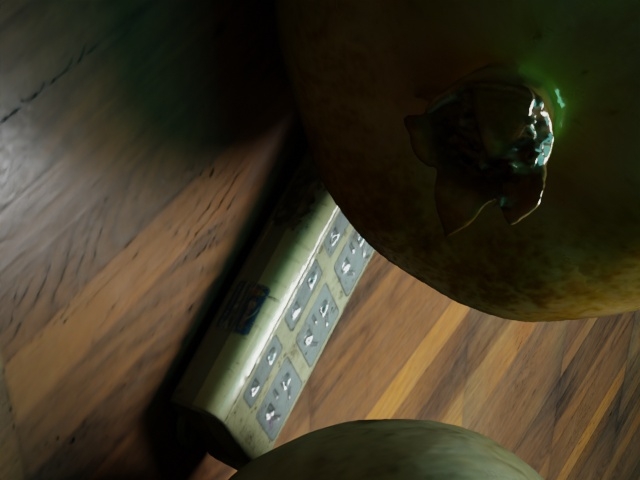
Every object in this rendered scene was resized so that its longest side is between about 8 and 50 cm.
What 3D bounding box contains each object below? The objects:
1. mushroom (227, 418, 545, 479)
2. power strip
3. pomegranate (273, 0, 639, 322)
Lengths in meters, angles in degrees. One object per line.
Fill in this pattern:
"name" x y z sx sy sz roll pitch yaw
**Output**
"mushroom" 0.028 0.253 0.746 0.260 0.352 0.352 13 98 -23
"power strip" 0.000 0.000 0.846 0.268 0.034 0.092 -62 156 -21
"pomegranate" 0.120 -0.105 0.715 0.319 0.319 0.319 -48 149 -43
